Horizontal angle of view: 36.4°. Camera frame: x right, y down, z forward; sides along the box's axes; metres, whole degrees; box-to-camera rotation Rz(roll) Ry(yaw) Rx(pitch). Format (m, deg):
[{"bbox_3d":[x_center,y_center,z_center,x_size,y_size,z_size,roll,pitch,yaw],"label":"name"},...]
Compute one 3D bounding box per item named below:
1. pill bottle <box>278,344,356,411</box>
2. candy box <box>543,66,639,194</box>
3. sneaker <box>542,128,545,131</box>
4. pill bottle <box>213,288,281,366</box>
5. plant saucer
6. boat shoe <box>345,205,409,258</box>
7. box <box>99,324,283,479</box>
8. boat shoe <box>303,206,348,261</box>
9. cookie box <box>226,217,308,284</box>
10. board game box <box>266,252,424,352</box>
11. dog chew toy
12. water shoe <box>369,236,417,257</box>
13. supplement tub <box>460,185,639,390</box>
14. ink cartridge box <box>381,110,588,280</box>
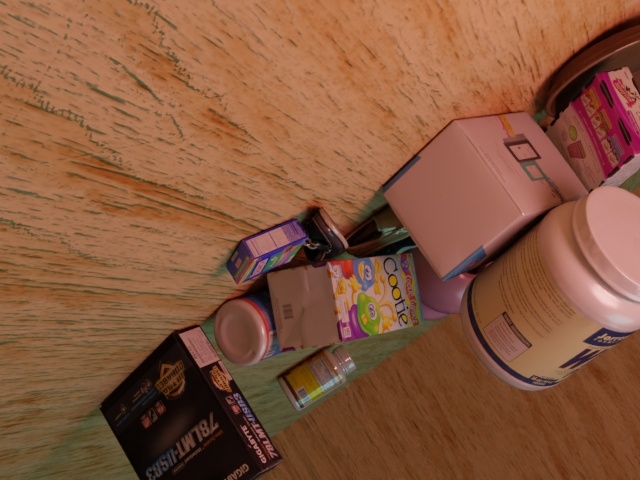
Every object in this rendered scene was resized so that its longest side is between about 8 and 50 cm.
[{"bbox_3d":[-0.007,0.393,2.819,0.215,0.117,0.117,-31,166,-8],"label":"pill bottle"},{"bbox_3d":[0.489,-0.175,1.716,0.071,0.159,0.233,-14,163,-19],"label":"candy box"},{"bbox_3d":[0.530,-0.179,2.017,0.146,0.123,0.330,-15,176,6],"label":"sneaker"},{"bbox_3d":[-0.083,0.149,1.815,0.124,0.124,0.221,-43,163,34],"label":"pill bottle"},{"bbox_3d":[0.516,-0.300,1.705,0.277,0.041,0.278,-21,165,-6],"label":"plant saucer"},{"bbox_3d":[0.122,-0.028,1.799,0.190,0.068,0.072,-38,154,19],"label":"boat shoe"},{"bbox_3d":[-0.246,0.352,1.788,0.295,0.293,0.073,-42,163,35],"label":"box"},{"bbox_3d":[0.000,0.000,1.598,0.065,0.075,0.206,-33,172,-4],"label":"boat shoe"},{"bbox_3d":[-0.085,0.018,1.536,0.107,0.040,0.092,-23,164,-32],"label":"cookie box"},{"bbox_3d":[0.052,0.108,1.778,0.142,0.144,0.275,-13,175,35],"label":"board game box"},{"bbox_3d":[0.259,0.090,2.245,0.206,0.207,0.332,-25,172,-31],"label":"dog chew toy"},{"bbox_3d":[0.167,-0.015,1.963,0.203,0.073,0.080,-33,-174,25],"label":"water shoe"},{"bbox_3d":[0.411,0.082,1.618,0.235,0.235,0.325,-20,160,-42],"label":"supplement tub"},{"bbox_3d":[0.289,-0.084,1.693,0.270,0.197,0.198,-15,156,-52],"label":"ink cartridge box"}]
